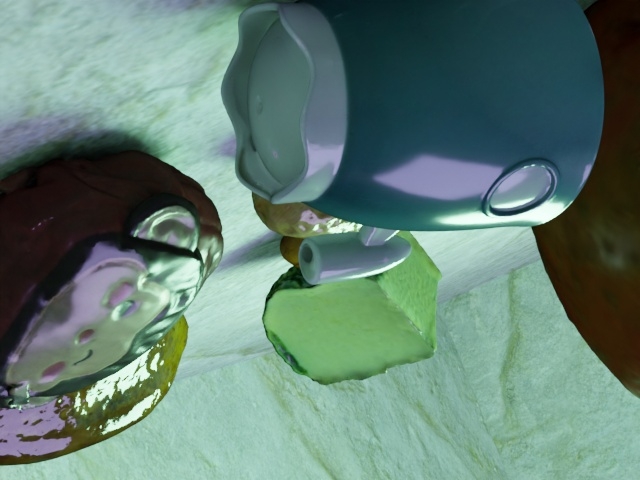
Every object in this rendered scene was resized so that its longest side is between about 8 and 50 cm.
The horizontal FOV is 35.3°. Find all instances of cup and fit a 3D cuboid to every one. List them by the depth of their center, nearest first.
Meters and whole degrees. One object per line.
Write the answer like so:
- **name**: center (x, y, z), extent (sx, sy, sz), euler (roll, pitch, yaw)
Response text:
- **cup**: center (0.042, -0.081, 0.578), extent (0.173, 0.167, 0.300), euler (-6, 138, -26)

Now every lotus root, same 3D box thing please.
- **lotus root**: center (-0.258, 0.110, 0.997), extent (0.291, 0.193, 0.193), euler (-9, 165, -43)

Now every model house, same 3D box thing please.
- **model house**: center (0.037, 0.056, 1.339), extent (0.214, 0.195, 0.189), euler (-22, -146, 35)

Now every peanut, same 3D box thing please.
- **peanut**: center (0.018, -0.041, 0.918), extent (0.108, 0.095, 0.226), euler (-30, 167, 26)

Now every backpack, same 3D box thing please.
- **backpack**: center (-0.172, 0.020, 0.758), extent (0.229, 0.139, 0.229), euler (-32, 160, -14)

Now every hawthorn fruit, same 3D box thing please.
- **hawthorn fruit**: center (0.343, -0.019, 0.786), extent (0.402, 0.403, 0.403), euler (-21, 171, -4)

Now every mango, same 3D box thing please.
- **mango**: center (0.000, 0.000, 1.215), extent (0.127, 0.063, 0.077), euler (-26, 179, 37)
